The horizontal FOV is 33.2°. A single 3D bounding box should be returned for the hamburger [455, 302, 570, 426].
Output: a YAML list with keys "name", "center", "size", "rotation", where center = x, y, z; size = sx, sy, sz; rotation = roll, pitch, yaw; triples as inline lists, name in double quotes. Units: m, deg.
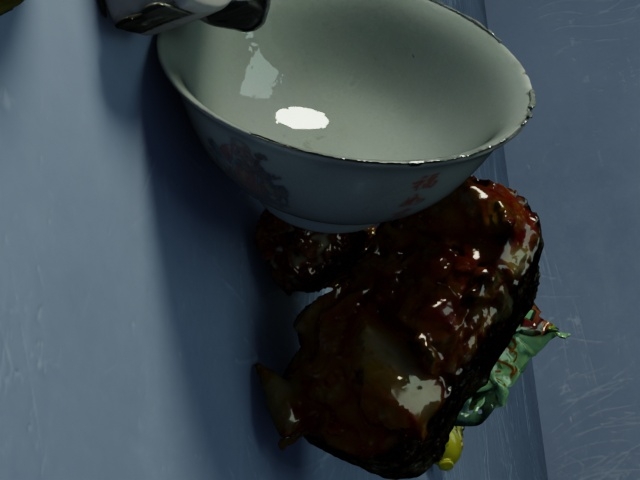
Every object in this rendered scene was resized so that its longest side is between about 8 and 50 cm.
- name: "hamburger"
  center: [0.140, 0.131, 1.326]
  size: [0.276, 0.261, 0.150]
  rotation: [-37, 146, -35]

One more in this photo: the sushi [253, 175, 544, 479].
- name: "sushi"
  center: [0.078, 0.085, 1.078]
  size: [0.343, 0.196, 0.182]
  rotation: [-54, 148, -15]

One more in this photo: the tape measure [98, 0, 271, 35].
- name: "tape measure"
  center: [-0.111, -0.286, 0.926]
  size: [0.197, 0.120, 0.236]
  rotation: [1, 78, -59]

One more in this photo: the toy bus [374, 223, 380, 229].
- name: "toy bus"
  center: [0.092, -0.099, 1.440]
  size: [0.202, 0.142, 0.142]
  rotation: [-47, 123, -70]

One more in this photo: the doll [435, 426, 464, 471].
- name: "doll"
  center: [0.195, 0.286, 1.663]
  size: [0.162, 0.062, 0.106]
  rotation: [-68, 148, -63]

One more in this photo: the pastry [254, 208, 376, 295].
- name: "pastry"
  center: [0.002, -0.001, 1.156]
  size: [0.097, 0.115, 0.208]
  rotation: [69, 17, 9]

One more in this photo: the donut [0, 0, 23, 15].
- name: "donut"
  center: [-0.207, -0.272, 0.653]
  size: [0.272, 0.107, 0.272]
  rotation: [-11, 90, -71]

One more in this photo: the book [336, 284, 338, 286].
- name: "book"
  center: [0.042, 0.155, 1.333]
  size: [0.192, 0.013, 0.168]
  rotation: [-78, 151, -52]

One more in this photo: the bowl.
- name: "bowl"
  center: [0.013, -0.109, 1.016]
  size: [0.345, 0.346, 0.157]
  rotation: [-77, 179, -53]
